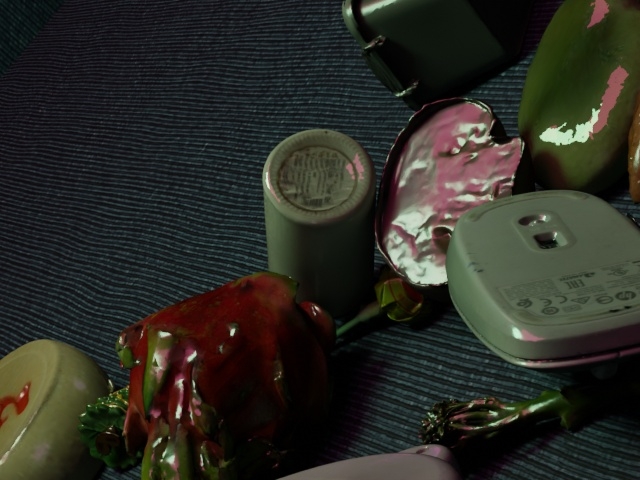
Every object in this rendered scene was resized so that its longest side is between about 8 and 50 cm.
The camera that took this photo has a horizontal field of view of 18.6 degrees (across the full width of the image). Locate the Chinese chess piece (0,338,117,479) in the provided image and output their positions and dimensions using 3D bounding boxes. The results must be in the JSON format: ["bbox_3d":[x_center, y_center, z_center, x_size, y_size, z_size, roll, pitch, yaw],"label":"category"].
[{"bbox_3d":[-0.339,0.232,2.162,0.273,0.102,0.273,-38,24,20],"label":"Chinese chess piece"}]

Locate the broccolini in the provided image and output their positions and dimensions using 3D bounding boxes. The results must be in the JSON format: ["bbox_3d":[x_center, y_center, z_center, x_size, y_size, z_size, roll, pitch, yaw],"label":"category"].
[{"bbox_3d":[0.162,0.127,1.501,0.216,0.058,0.067,-24,28,42],"label":"broccolini"}]

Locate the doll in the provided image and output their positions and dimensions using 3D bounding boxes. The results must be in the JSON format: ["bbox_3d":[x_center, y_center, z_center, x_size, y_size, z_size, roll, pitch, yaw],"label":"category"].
[{"bbox_3d":[-0.210,0.177,2.059,0.078,0.077,0.113,-42,20,35],"label":"doll"}]

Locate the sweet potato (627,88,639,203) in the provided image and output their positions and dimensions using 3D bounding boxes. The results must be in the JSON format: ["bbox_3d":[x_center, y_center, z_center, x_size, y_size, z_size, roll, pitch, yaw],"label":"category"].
[{"bbox_3d":[0.315,-0.134,1.624,0.097,0.097,0.251,-13,44,54],"label":"sweet potato"}]

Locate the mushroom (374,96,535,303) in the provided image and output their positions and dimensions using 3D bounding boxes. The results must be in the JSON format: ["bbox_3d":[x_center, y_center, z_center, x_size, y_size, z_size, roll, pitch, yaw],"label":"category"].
[{"bbox_3d":[0.126,-0.028,1.736,0.141,0.117,0.188,-2,68,20],"label":"mushroom"}]

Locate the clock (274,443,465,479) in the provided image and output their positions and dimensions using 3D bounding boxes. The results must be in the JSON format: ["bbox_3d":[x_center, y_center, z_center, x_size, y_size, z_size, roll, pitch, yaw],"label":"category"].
[{"bbox_3d":[-0.026,0.261,1.409,0.322,0.113,0.295,-23,12,-4],"label":"clock"}]

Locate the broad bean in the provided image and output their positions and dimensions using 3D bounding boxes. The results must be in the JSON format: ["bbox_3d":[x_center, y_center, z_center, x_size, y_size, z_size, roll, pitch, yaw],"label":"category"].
[{"bbox_3d":[0.243,-0.137,1.751,0.169,0.100,0.228,-42,23,31],"label":"broad bean"}]

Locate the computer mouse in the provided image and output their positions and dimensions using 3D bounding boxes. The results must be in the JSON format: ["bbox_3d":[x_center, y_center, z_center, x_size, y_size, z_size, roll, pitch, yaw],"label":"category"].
[{"bbox_3d":[0.187,0.048,1.518,0.159,0.097,0.288,-10,25,-7],"label":"computer mouse"}]

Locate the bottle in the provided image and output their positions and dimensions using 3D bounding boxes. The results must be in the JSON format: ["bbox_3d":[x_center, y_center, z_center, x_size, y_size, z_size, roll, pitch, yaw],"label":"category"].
[{"bbox_3d":[0.000,0.000,1.835,0.104,0.104,0.245,-58,-15,-24],"label":"bottle"}]

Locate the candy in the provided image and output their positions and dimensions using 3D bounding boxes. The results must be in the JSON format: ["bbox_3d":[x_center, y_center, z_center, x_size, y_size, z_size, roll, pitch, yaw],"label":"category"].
[{"bbox_3d":[0.041,0.071,1.832,0.058,0.062,0.194,-13,-15,-41],"label":"candy"}]

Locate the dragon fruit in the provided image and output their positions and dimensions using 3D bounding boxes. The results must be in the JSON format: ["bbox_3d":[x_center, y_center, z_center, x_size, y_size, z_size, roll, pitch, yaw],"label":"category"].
[{"bbox_3d":[-0.076,0.150,1.766,0.198,0.200,0.269,123,148,-41],"label":"dragon fruit"}]

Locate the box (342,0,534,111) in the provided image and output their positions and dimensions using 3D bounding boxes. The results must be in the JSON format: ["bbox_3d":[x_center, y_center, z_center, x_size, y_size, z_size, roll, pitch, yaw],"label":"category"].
[{"bbox_3d":[0.139,-0.269,2.090,0.135,0.163,0.243,-19,33,33],"label":"box"}]
